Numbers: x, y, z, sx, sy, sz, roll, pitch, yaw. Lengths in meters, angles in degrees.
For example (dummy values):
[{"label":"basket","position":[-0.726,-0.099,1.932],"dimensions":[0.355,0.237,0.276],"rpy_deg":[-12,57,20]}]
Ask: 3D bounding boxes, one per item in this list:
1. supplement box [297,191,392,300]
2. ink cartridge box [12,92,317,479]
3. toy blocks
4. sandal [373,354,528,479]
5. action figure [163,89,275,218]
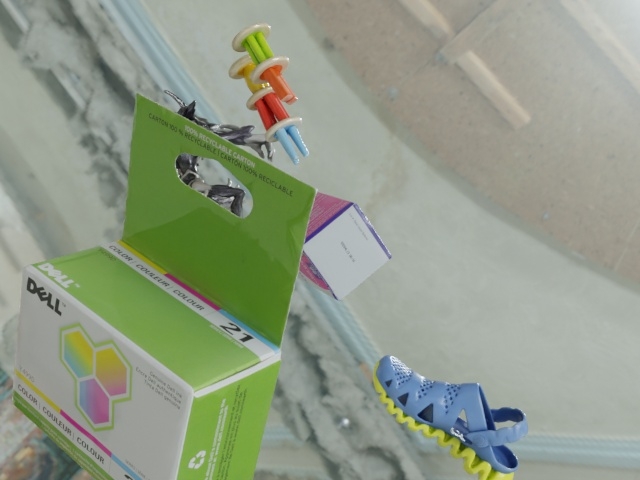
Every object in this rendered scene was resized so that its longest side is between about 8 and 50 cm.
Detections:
[{"label":"supplement box","position":[0.000,0.000,1.494],"dimensions":[0.111,0.114,0.220],"rpy_deg":[55,-11,-20]},{"label":"ink cartridge box","position":[-0.123,0.048,0.679],"dimensions":[0.189,0.097,0.255],"rpy_deg":[30,-59,30]},{"label":"toy blocks","position":[-0.055,-0.175,1.150],"dimensions":[0.148,0.054,0.123],"rpy_deg":[60,-17,12]},{"label":"sandal","position":[0.236,0.293,1.638],"dimensions":[0.317,0.126,0.138],"rpy_deg":[35,-67,-3]},{"label":"action figure","position":[-0.147,-0.091,1.343],"dimensions":[0.164,0.141,0.275],"rpy_deg":[-50,-128,51]}]
